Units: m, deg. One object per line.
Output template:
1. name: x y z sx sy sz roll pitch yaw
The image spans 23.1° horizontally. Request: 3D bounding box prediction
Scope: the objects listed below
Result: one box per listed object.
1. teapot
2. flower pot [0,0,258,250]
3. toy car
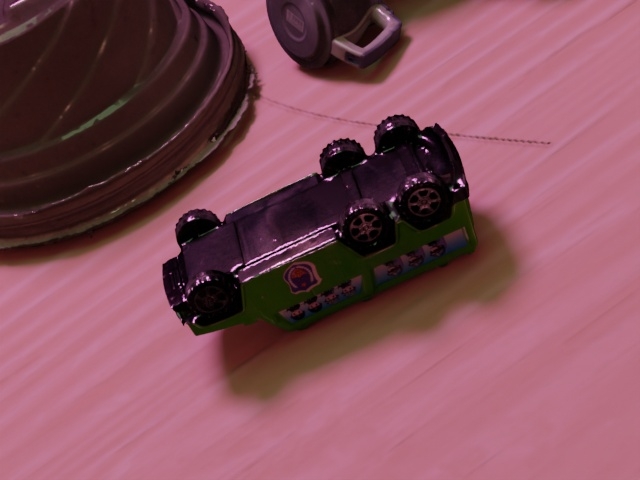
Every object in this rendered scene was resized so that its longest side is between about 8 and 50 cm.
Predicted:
1. teapot: 0.011 -0.140 0.974 0.057 0.066 0.088 -29 55 -30
2. flower pot: -0.170 -0.117 0.994 0.235 0.140 0.235 -16 37 13
3. toy car: 0.000 0.000 0.800 0.165 0.062 0.071 -25 35 5
